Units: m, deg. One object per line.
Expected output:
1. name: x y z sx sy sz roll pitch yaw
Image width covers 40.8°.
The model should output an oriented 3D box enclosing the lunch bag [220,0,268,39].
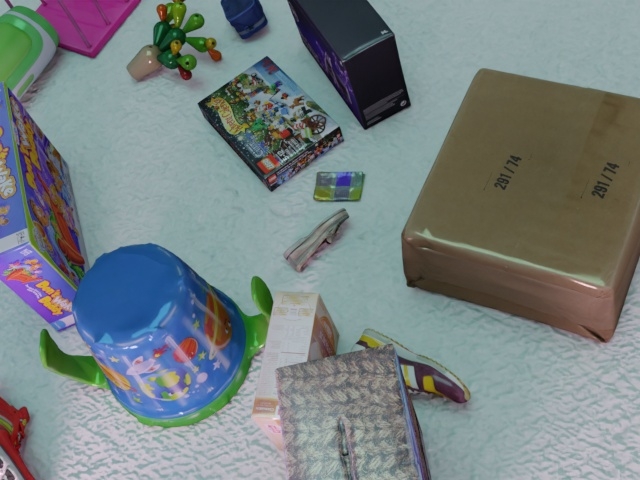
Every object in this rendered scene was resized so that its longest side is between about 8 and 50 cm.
1. lunch bag: -0.143 -0.436 1.659 0.067 0.065 0.098 -30 49 12

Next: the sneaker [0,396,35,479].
1. sneaker: -0.474 0.293 1.276 0.279 0.118 0.107 50 121 17

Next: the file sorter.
1. file sorter: -0.490 -0.559 1.751 0.202 0.182 0.290 21 66 25

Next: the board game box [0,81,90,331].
1. board game box: -0.475 -0.055 1.408 0.078 0.233 0.347 -22 57 0

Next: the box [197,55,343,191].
1. box: -0.091 -0.210 1.520 0.159 0.044 0.233 -36 58 -10

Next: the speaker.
1. speaker: -0.637 -0.313 1.671 0.131 0.131 0.296 19 65 23

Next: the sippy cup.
1. sippy cup: -0.238 0.125 1.245 0.305 0.224 0.240 -44 59 -13

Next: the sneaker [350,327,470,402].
1. sneaker: 0.120 0.198 1.211 0.185 0.069 0.084 25 76 32

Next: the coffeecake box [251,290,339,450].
1. coffeecake box: -0.031 0.186 1.203 0.068 0.142 0.185 1 60 15

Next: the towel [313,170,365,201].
1. towel: 0.030 -0.091 1.438 0.083 0.009 0.060 3 59 16

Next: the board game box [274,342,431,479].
1. board game box: 0.059 0.297 1.025 0.141 0.291 0.232 -13 56 6

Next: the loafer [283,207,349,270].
1. loafer: 0.000 0.000 1.375 0.125 0.045 0.039 -38 75 -3

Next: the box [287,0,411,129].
1. box: 0.041 -0.350 1.491 0.103 0.184 0.261 -28 56 -5

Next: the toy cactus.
1. toy cactus: -0.290 -0.373 1.653 0.180 0.112 0.219 -34 58 14

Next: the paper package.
1. paper package: 0.318 -0.057 1.253 0.310 0.168 0.324 16 64 21
